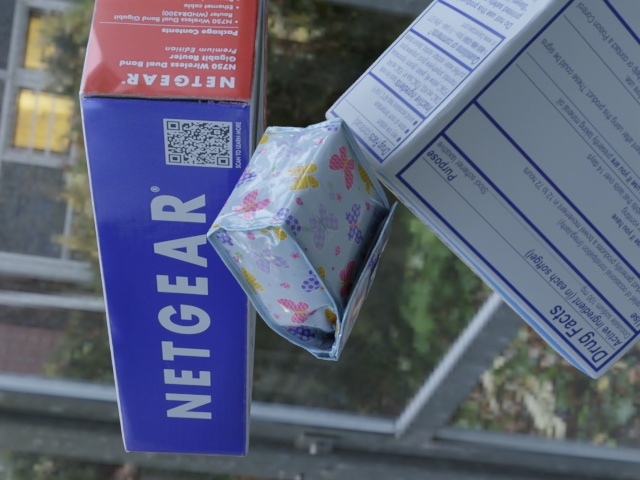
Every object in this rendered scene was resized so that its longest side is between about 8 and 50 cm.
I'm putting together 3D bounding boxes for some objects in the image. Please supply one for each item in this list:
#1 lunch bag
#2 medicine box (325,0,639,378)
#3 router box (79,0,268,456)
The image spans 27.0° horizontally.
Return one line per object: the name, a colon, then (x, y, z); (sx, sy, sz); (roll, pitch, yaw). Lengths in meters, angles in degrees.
lunch bag: (0.000, 0.000, 0.577); (0.083, 0.053, 0.071); (61, -139, -35)
medicine box: (0.202, -0.093, 1.006); (0.289, 0.263, 0.149); (-45, 27, 5)
router box: (-0.076, -0.078, 0.820); (0.335, 0.082, 0.301); (95, 177, -52)
